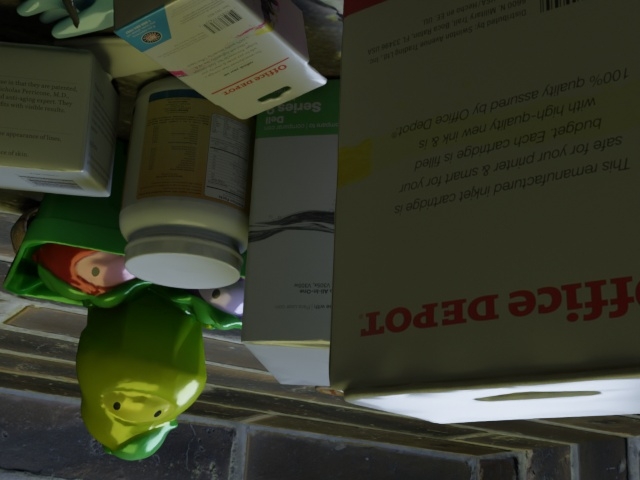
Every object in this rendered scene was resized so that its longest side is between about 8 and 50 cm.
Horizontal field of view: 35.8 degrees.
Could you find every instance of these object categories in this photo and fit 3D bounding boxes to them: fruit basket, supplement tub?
[{"bbox_3d":[-0.212,0.088,1.259,0.392,0.392,0.283,11,159,-21],"label":"fruit basket"},{"bbox_3d":[-0.139,-0.060,1.069,0.144,0.200,0.144,3,161,1],"label":"supplement tub"}]

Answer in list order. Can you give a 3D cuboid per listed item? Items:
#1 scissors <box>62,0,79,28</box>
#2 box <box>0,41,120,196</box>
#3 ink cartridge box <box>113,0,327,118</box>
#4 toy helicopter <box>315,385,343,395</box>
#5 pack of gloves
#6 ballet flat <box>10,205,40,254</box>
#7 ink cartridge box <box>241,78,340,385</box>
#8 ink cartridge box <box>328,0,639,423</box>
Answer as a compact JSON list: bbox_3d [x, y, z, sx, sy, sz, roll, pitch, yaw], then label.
[{"bbox_3d":[-0.227,-0.261,0.748,0.109,0.021,0.297,19,157,-7],"label":"scissors"},{"bbox_3d":[-0.307,-0.119,0.998,0.181,0.119,0.181,5,174,-3],"label":"box"},{"bbox_3d":[-0.083,-0.183,0.867,0.104,0.062,0.181,-20,152,25],"label":"ink cartridge box"},{"bbox_3d":[0.067,0.299,2.156,0.235,0.140,0.355,13,161,-20],"label":"toy helicopter"},{"bbox_3d":[-0.162,-0.193,0.931,0.232,0.046,0.195,-3,159,18],"label":"pack of gloves"},{"bbox_3d":[-0.292,0.011,1.448,0.316,0.108,0.106,6,153,-13],"label":"ballet flat"},{"bbox_3d":[0.000,0.000,1.083,0.121,0.289,0.211,-1,160,10],"label":"ink cartridge box"},{"bbox_3d":[0.164,-0.070,0.718,0.279,0.385,0.160,-10,156,34],"label":"ink cartridge box"}]
